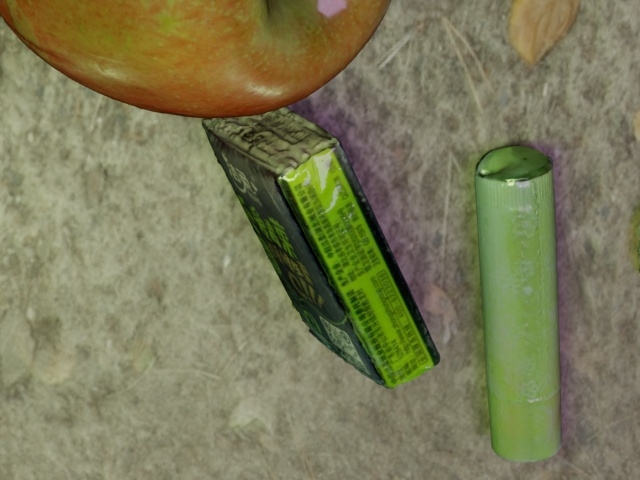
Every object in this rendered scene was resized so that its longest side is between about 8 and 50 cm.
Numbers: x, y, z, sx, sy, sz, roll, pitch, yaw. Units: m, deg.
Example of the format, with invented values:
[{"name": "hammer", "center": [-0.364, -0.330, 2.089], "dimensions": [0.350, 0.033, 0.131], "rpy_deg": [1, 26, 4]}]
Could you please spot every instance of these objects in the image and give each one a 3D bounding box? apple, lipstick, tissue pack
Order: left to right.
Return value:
[{"name": "apple", "center": [-0.092, -0.242, 1.399], "dimensions": [0.319, 0.277, 0.319], "rpy_deg": [-22, 121, -42]}, {"name": "tissue pack", "center": [0.000, 0.000, 1.619], "dimensions": [0.073, 0.173, 0.235], "rpy_deg": [-33, 119, -14]}, {"name": "lipstick", "center": [0.186, 0.062, 1.775], "dimensions": [0.076, 0.076, 0.304], "rpy_deg": [-12, 115, -17]}]

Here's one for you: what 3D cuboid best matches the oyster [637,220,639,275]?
[{"name": "oyster", "center": [0.353, -0.013, 1.821], "dimensions": [0.100, 0.037, 0.098], "rpy_deg": [-3, 107, 11]}]
